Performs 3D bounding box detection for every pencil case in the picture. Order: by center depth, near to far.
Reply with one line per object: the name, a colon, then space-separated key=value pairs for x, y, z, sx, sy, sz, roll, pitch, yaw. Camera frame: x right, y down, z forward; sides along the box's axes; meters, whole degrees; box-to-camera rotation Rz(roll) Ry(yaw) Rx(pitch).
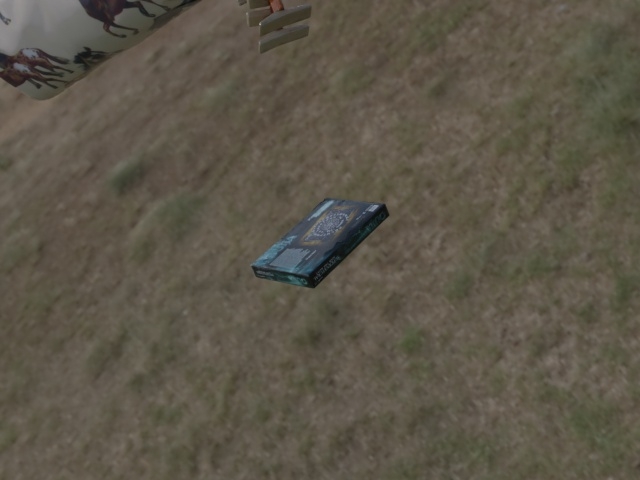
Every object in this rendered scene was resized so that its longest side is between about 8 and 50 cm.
pencil case: x=-0.193 y=-0.296 z=1.088 sx=0.410 sy=0.183 sz=0.160 roll=-23 pitch=2 yaw=37

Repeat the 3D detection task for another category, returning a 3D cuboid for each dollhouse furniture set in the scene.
dollhouse furniture set: x=-0.082 y=-0.480 z=1.803 sx=0.135 sy=0.262 sz=0.259 roll=-20 pitch=-12 yaw=-8

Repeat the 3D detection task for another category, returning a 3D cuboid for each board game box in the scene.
board game box: x=0.000 y=0.000 z=1.662 sx=0.126 sy=0.026 sz=0.186 roll=9 pitch=41 yaw=45
